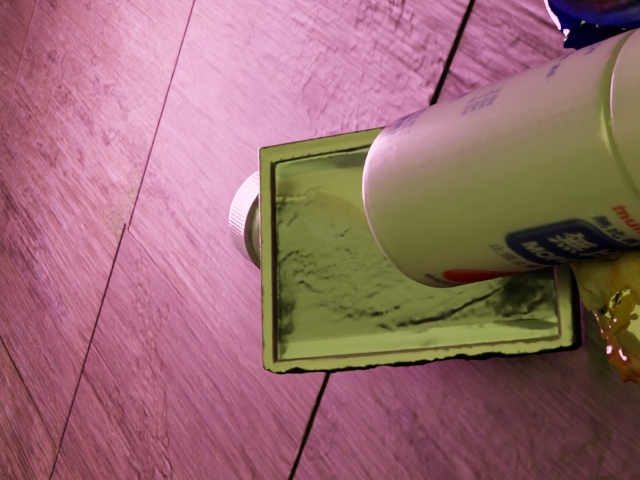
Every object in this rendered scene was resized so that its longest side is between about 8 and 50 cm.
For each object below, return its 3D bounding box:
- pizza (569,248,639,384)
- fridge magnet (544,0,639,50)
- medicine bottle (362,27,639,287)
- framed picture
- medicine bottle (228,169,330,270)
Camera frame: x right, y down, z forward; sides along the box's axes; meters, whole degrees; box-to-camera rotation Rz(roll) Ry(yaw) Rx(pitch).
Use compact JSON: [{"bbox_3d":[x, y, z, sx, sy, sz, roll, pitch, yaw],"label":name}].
[{"bbox_3d":[0.255,0.059,0.806,0.297,0.071,0.189,51,127,49],"label":"pizza"},{"bbox_3d":[0.221,-0.235,0.871,0.265,0.113,0.265,-1,88,56],"label":"fridge magnet"},{"bbox_3d":[0.181,-0.058,0.839,0.341,0.130,0.130,-17,70,50],"label":"medicine bottle"},{"bbox_3d":[0.069,0.001,1.045,0.266,0.018,0.192,-8,77,28],"label":"framed picture"},{"bbox_3d":[0.000,0.000,1.184,0.168,0.105,0.105,30,110,55],"label":"medicine bottle"}]
